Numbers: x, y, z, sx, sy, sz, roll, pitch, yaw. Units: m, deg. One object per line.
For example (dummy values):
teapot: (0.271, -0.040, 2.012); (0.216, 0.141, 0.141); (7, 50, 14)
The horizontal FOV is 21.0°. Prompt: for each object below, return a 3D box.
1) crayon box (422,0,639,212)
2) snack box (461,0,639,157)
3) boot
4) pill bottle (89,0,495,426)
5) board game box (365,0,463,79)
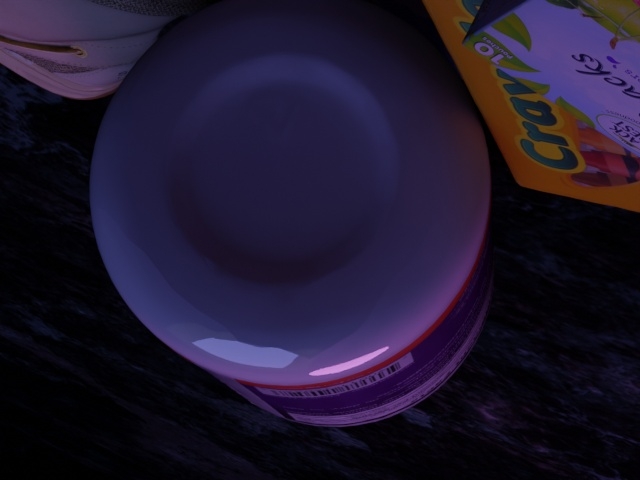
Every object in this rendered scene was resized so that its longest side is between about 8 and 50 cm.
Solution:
crayon box: (0.161, -0.080, 0.681); (0.318, 0.081, 0.202); (14, 159, 30)
snack box: (0.133, -0.058, 0.591); (0.141, 0.037, 0.100); (30, 161, -14)
boot: (-0.177, -0.167, 0.851); (0.262, 0.095, 0.203); (30, 161, -18)
pill bottle: (0.000, 0.000, 0.901); (0.181, 0.182, 0.323); (22, 172, 9)
board game box: (0.026, -0.115, 0.853); (0.090, 0.020, 0.090); (11, 157, 34)
